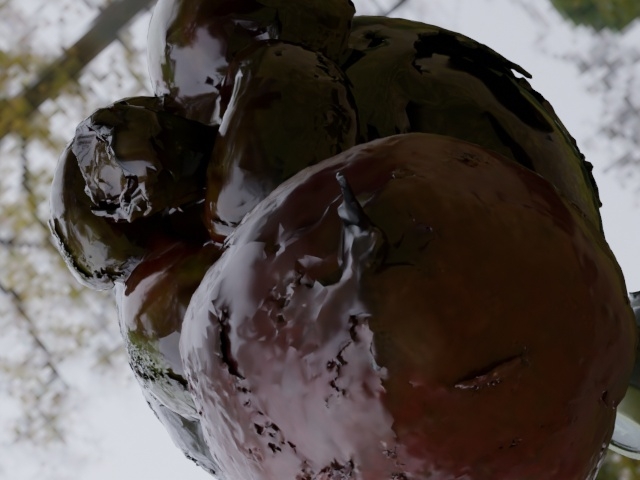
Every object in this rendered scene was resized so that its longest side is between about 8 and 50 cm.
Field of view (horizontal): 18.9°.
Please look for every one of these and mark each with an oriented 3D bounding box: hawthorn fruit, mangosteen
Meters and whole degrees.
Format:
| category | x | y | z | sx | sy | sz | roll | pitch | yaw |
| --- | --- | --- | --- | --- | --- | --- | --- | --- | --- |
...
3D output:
| category | x | y | z | sx | sy | sz | roll | pitch | yaw |
| --- | --- | --- | --- | --- | --- | --- | --- | --- | --- |
| hawthorn fruit | 0.027 | 0.038 | 0.730 | 0.181 | 0.181 | 0.235 | 63 | 180 | 24 |
| mangosteen | 0.000 | 0.001 | 1.402 | 0.421 | 0.381 | 0.381 | 34 | -152 | -17 |

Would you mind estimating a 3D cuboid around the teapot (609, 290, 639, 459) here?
| category | x | y | z | sx | sy | sz | roll | pitch | yaw |
| --- | --- | --- | --- | --- | --- | --- | --- | --- | --- |
| teapot | 0.288 | 0.123 | 1.605 | 0.165 | 0.130 | 0.119 | 38 | -112 | -9 |
